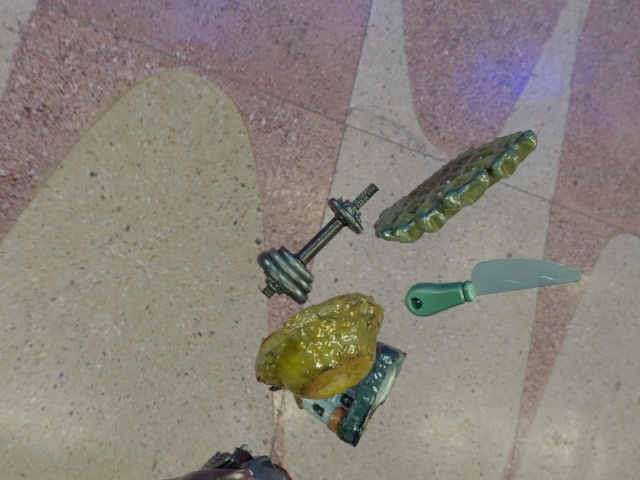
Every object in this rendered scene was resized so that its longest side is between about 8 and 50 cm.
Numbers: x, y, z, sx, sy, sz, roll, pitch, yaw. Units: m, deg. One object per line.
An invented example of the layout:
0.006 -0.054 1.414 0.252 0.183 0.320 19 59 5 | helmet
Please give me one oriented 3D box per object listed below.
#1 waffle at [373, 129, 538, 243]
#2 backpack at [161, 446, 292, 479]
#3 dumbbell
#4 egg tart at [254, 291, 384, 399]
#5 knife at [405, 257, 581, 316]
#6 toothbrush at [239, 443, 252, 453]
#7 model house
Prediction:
0.220 -0.089 0.862 0.291 0.309 0.056 -38 97 0 | waffle
-0.162 0.458 0.793 0.283 0.317 0.197 -28 65 -3 | backpack
0.000 0.000 0.804 0.254 0.110 0.110 -45 103 -2 | dumbbell
0.015 0.223 0.949 0.294 0.295 0.116 -20 55 -21 | egg tart
0.247 0.063 0.742 0.034 0.260 0.063 -27 96 -59 | knife
-0.129 0.634 1.060 0.042 0.040 0.419 -23 109 -57 | toothbrush
0.034 0.331 1.234 0.291 0.184 0.253 25 84 25 | model house
